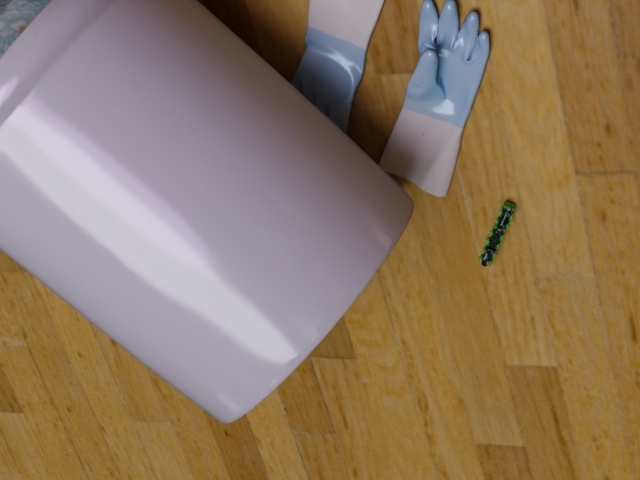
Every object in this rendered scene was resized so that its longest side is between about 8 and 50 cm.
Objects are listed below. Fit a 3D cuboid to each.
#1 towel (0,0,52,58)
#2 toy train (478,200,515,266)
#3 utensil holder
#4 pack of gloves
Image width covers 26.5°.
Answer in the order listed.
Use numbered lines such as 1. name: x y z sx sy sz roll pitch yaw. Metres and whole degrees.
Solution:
1. towel: -0.422 -0.175 1.415 0.090 0.320 0.374 56 134 15
2. toy train: 0.186 -0.007 1.430 0.017 0.024 0.083 22 131 4
3. utensil holder: -0.145 -0.052 1.357 0.385 0.328 0.327 40 132 -5
4. pack of gloves: 0.058 -0.158 1.367 0.195 0.046 0.232 22 131 10
